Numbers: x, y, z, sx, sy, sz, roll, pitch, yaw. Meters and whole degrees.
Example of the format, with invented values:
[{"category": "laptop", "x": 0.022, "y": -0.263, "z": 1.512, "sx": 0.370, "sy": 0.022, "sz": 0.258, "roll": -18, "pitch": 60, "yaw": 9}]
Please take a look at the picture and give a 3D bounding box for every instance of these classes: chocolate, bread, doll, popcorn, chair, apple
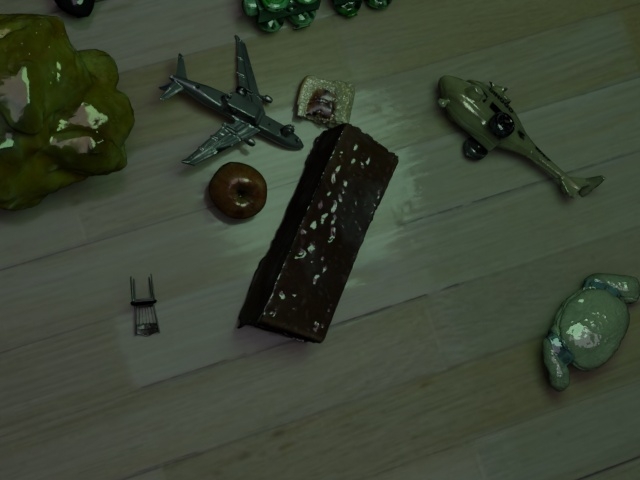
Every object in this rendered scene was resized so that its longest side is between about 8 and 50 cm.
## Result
[{"category": "chocolate", "x": 0.000, "y": 0.000, "z": 1.690, "sx": 0.112, "sy": 0.112, "sz": 0.321, "roll": 27, "pitch": 80, "yaw": -16}, {"category": "bread", "x": 0.008, "y": -0.204, "z": 1.740, "sx": 0.083, "sy": 0.035, "sz": 0.070, "roll": 14, "pitch": 81, "yaw": -6}, {"category": "doll", "x": 0.398, "y": 0.128, "z": 1.759, "sx": 0.103, "sy": 0.071, "sz": 0.214, "roll": 41, "pitch": 76, "yaw": -5}, {"category": "popcorn", "x": -0.383, "y": -0.177, "z": 1.573, "sx": 0.276, "sy": 0.276, "sz": 0.225, "roll": -19, "pitch": 53, "yaw": -11}, {"category": "chair", "x": -0.247, "y": 0.091, "z": 1.663, "sx": 0.037, "sy": 0.042, "sz": 0.086, "roll": -6, "pitch": 86, "yaw": -7}, {"category": "apple", "x": -0.116, "y": -0.072, "z": 1.686, "sx": 0.084, "sy": 0.071, "sz": 0.084, "roll": -2, "pitch": 105, "yaw": -6}]

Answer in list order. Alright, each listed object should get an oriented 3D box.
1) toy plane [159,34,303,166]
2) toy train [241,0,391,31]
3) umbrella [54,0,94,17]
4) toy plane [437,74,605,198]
[{"category": "toy plane", "x": -0.123, "y": -0.187, "z": 1.703, "sx": 0.226, "sy": 0.058, "sz": 0.226, "roll": 23, "pitch": 65, "yaw": -7}, {"category": "toy train", "x": -0.001, "y": -0.385, "z": 1.736, "sx": 0.251, "sy": 0.085, "sz": 0.119, "roll": -15, "pitch": 72, "yaw": -15}, {"category": "umbrella", "x": -0.275, "y": -0.478, "z": 1.696, "sx": 0.113, "sy": 0.106, "sz": 0.358, "roll": 27, "pitch": 88, "yaw": 3}, {"category": "toy plane", "x": 0.290, "y": -0.153, "z": 1.766, "sx": 0.286, "sy": 0.092, "sz": 0.108, "roll": 40, "pitch": 54, "yaw": -2}]
